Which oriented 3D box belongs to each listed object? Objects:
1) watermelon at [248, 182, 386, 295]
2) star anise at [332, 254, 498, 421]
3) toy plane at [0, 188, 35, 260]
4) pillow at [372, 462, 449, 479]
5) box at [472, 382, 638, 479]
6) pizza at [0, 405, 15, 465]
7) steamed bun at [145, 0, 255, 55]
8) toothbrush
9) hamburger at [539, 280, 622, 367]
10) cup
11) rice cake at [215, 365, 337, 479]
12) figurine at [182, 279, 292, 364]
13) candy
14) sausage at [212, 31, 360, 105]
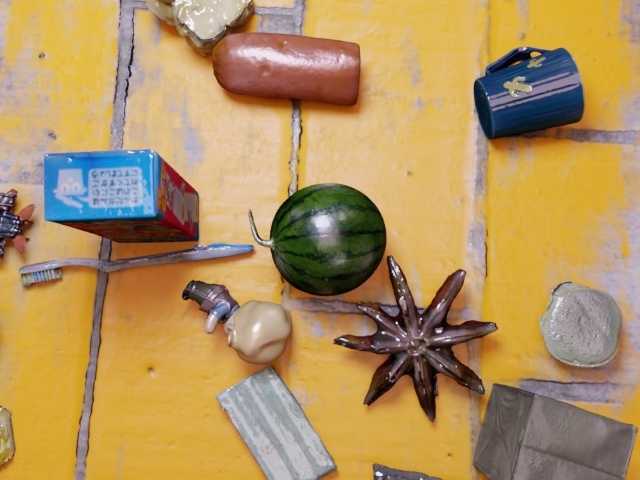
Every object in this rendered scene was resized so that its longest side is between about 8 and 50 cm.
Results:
[{"bbox_3d":[0.000,0.000,1.076,0.214,0.188,0.188,-7,82,-21],"label":"watermelon"},{"bbox_3d":[0.155,0.164,1.107,0.288,0.088,0.289,0,94,-1],"label":"star anise"},{"bbox_3d":[-0.591,-0.034,1.154,0.189,0.061,0.130,9,83,2],"label":"toy plane"},{"bbox_3d":[0.226,0.506,1.057,0.326,0.101,0.228,11,82,0],"label":"pillow"},{"bbox_3d":[0.344,0.318,1.013,0.148,0.231,0.156,17,84,3],"label":"box"},{"bbox_3d":[-0.573,0.330,1.118,0.098,0.036,0.160,-9,83,-1],"label":"pizza"},{"bbox_3d":[-0.211,-0.438,1.185,0.177,0.106,0.192,44,72,-8],"label":"steamed bun"},{"bbox_3d":[-0.319,0.036,1.157,0.413,0.035,0.042,-8,103,0],"label":"toothbrush"},{"bbox_3d":[0.440,0.143,1.121,0.133,0.062,0.140,15,85,6],"label":"hamburger"},{"bbox_3d":[0.349,-0.262,1.154,0.155,0.131,0.177,-17,53,2],"label":"cup"},{"bbox_3d":[-0.073,0.323,1.113,0.124,0.038,0.211,-29,84,-3],"label":"rice cake"},{"bbox_3d":[-0.142,0.131,1.108,0.195,0.114,0.108,24,84,11],"label":"figurine"},{"bbox_3d":[-0.293,-0.058,1.032,0.157,0.306,0.100,-3,85,0],"label":"candy"},{"bbox_3d":[-0.059,-0.303,1.161,0.259,0.113,0.114,6,82,0],"label":"sausage"}]
